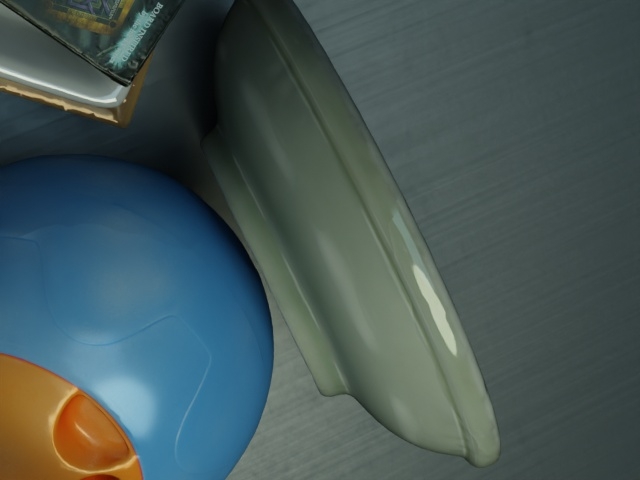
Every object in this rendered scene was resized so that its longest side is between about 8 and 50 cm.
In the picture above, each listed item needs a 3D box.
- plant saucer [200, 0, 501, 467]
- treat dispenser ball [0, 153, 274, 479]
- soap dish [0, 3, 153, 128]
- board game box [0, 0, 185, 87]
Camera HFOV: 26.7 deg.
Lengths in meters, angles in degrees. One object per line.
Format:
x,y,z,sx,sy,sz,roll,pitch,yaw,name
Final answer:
0.000,0.000,0.991,0.101,0.400,0.400,-26,110,-3,plant saucer
-0.178,0.080,0.985,0.288,0.288,0.288,-5,103,-21,treat dispenser ball
-0.210,-0.255,0.993,0.229,0.118,0.290,16,95,-25,soap dish
-0.137,-0.219,0.951,0.126,0.026,0.186,35,88,-25,board game box
